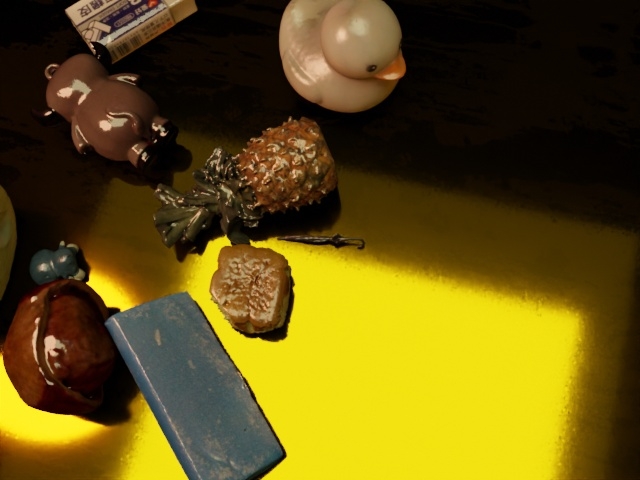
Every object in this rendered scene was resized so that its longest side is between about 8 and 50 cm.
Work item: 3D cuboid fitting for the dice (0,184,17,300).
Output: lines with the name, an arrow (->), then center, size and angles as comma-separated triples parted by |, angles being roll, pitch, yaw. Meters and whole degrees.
dice -> -0.646, 0.004, 1.126 | 0.251, 0.250, 0.255 | 3, 72, 6

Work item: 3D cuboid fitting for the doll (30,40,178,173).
doll -> -0.372, -0.229, 1.256 | 0.257, 0.117, 0.182 | 33, 76, 13

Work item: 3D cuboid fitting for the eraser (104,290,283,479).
eraser -> -0.190, 0.224, 1.088 | 0.144, 0.043, 0.312 | -17, 65, -41

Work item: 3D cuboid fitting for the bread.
bread -> -0.112, 0.077, 1.158 | 0.127, 0.069, 0.140 | 3, 70, 6

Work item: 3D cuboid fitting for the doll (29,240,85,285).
doll -> -0.444, 0.037, 1.208 | 0.083, 0.050, 0.076 | -18, 66, 0

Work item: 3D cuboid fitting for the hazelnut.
hazelnut -> -0.389, 0.158, 1.095 | 0.160, 0.170, 0.202 | 5, 82, 5

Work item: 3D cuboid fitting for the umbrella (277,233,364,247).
umbrella -> 0.000, -0.004, 1.204 | 0.148, 0.022, 0.022 | 5, 34, 6

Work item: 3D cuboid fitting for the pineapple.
pineapple -> -0.124, -0.080, 1.186 | 0.309, 0.141, 0.170 | -22, 96, 4

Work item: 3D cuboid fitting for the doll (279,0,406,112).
doll -> 0.040, -0.335, 1.216 | 0.251, 0.221, 0.221 | 43, 79, 16

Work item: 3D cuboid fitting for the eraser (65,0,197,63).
eraser -> -0.352, -0.429, 1.350 | 0.210, 0.068, 0.124 | -35, 70, -8
